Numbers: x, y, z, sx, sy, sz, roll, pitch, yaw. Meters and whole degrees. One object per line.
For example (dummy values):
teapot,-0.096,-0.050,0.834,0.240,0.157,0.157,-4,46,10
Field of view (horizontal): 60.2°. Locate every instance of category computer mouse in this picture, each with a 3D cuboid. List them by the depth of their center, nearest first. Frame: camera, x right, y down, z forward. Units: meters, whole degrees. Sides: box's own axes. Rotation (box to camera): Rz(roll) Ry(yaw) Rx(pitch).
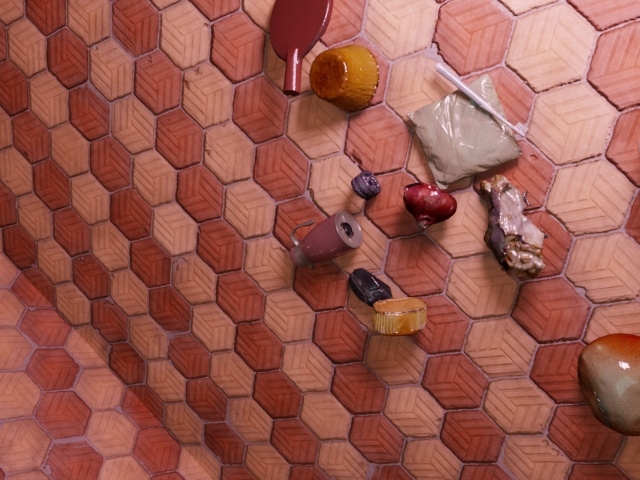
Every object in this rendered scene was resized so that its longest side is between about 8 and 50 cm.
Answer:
computer mouse,0.181,0.183,2.011,0.192,0.062,0.106,42,118,5

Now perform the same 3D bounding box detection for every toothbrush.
toothbrush,0.474,-0.419,1.639,0.342,0.025,0.030,41,103,12

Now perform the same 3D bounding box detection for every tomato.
tomato,0.927,0.437,1.658,0.304,0.239,0.303,6,107,19

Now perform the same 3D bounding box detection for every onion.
onion,0.340,-0.109,1.771,0.184,0.184,0.147,24,78,16

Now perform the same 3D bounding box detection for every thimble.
thimble,0.155,-0.185,1.877,0.066,0.104,0.095,-36,92,27

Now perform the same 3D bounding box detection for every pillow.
pillow,0.441,-0.329,1.717,0.281,0.076,0.274,-23,95,28

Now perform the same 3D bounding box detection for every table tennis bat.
table tennis bat,-0.073,-0.668,1.760,0.268,0.051,0.414,1,84,43

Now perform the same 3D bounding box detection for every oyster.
oyster,0.591,-0.041,1.707,0.198,0.133,0.337,-12,87,53

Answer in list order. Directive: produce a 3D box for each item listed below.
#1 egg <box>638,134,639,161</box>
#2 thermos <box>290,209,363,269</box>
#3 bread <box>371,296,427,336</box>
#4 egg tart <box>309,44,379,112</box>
egg,0.984,-0.204,1.401,0.345,0.283,0.283,41,119,24
thermos,0.000,0.000,1.990,0.265,0.146,0.176,-27,101,35
bread,0.277,0.269,1.939,0.191,0.132,0.114,-2,110,-6
egg tart,0.068,-0.520,1.768,0.215,0.171,0.215,11,107,37
